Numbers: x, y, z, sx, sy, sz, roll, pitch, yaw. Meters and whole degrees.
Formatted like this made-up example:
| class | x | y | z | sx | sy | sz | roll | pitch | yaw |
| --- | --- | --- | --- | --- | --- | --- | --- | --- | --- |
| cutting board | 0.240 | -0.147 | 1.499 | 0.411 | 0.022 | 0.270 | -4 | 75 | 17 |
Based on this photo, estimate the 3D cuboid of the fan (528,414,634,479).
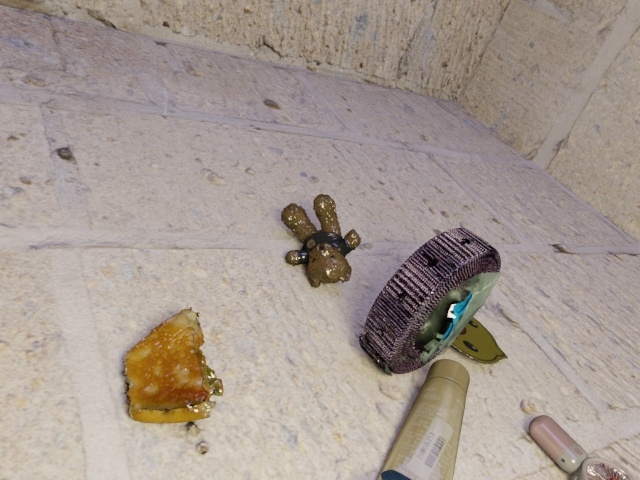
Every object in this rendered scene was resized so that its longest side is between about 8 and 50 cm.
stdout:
| class | x | y | z | sx | sy | sz | roll | pitch | yaw |
| --- | --- | --- | --- | --- | --- | --- | --- | --- | --- |
| fan | 0.502 | 0.437 | 1.106 | 0.130 | 0.074 | 0.244 | -6 | 41 | -40 |

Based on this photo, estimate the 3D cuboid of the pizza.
| class | x | y | z | sx | sy | sz | roll | pitch | yaw |
| --- | --- | --- | --- | --- | --- | --- | --- | --- | --- |
| pizza | -0.247 | 0.213 | 0.949 | 0.147 | 0.069 | 0.226 | -14 | 40 | -17 |

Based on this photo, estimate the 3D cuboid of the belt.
| class | x | y | z | sx | sy | sz | roll | pitch | yaw |
| --- | --- | --- | --- | --- | --- | --- | --- | --- | --- |
| belt | 0.223 | 0.124 | 1.162 | 0.260 | 0.325 | 0.122 | 16 | 22 | -51 |

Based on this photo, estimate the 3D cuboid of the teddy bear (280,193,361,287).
| class | x | y | z | sx | sy | sz | roll | pitch | yaw |
| --- | --- | --- | --- | --- | --- | --- | --- | --- | --- |
| teddy bear | 0.008 | 0.008 | 1.394 | 0.129 | 0.182 | 0.251 | 50 | 21 | -49 |

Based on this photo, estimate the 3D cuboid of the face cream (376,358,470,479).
| class | x | y | z | sx | sy | sz | roll | pitch | yaw |
| --- | --- | --- | --- | --- | --- | --- | --- | --- | --- |
| face cream | 0.196 | 0.353 | 1.033 | 0.137 | 0.084 | 0.341 | 26 | 39 | 8 |

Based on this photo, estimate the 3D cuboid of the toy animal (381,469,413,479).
| class | x | y | z | sx | sy | sz | roll | pitch | yaw |
| --- | --- | --- | --- | --- | --- | --- | --- | --- | --- |
| toy animal | 0.102 | 0.413 | 0.747 | 0.255 | 0.176 | 0.239 | 10 | 41 | 27 |

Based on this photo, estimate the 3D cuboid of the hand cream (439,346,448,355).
| class | x | y | z | sx | sy | sz | roll | pitch | yaw |
| --- | --- | --- | --- | --- | --- | --- | --- | --- | --- |
| hand cream | 0.227 | 0.207 | 1.315 | 0.143 | 0.039 | 0.061 | 35 | 32 | 26 |

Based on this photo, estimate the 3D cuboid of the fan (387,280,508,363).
| class | x | y | z | sx | sy | sz | roll | pitch | yaw |
| --- | --- | --- | --- | --- | --- | --- | --- | --- | --- |
| fan | 0.301 | 0.188 | 1.375 | 0.335 | 0.011 | 0.229 | 33 | 22 | 2 |
